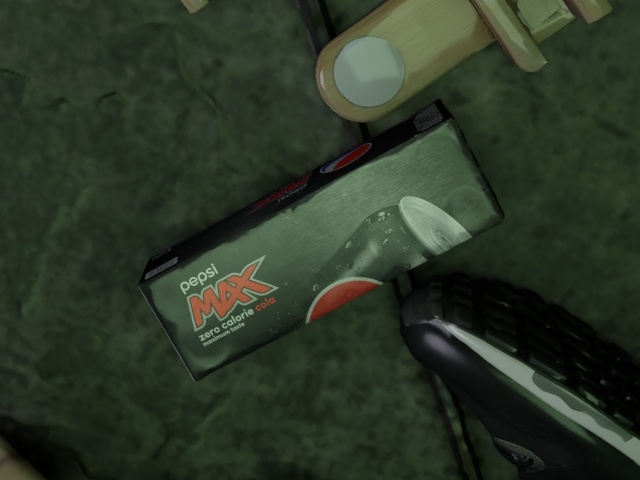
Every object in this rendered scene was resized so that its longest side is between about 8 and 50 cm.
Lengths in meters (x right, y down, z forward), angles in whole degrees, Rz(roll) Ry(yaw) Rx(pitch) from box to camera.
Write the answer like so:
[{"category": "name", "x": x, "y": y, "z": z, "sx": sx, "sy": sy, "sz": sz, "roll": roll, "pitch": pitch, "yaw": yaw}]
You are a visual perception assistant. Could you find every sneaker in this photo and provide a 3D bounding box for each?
[{"category": "sneaker", "x": 0.141, "y": 0.132, "z": 0.691, "sx": 0.283, "sy": 0.107, "sz": 0.124, "roll": 33, "pitch": 107, "yaw": -8}]

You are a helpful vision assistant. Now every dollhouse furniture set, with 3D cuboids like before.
[{"category": "dollhouse furniture set", "x": -0.012, "y": -0.148, "z": 0.490, "sx": 0.173, "sy": 0.355, "sz": 0.303, "roll": -35, "pitch": 102, "yaw": 8}]

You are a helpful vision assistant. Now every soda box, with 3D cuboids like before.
[{"category": "soda box", "x": 0.000, "y": 0.000, "z": 0.680, "sx": 0.168, "sy": 0.053, "sz": 0.060, "roll": -28, "pitch": 102, "yaw": 7}]

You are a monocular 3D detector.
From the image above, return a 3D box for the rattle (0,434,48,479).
[{"category": "rattle", "x": -0.114, "y": 0.105, "z": 0.700, "sx": 0.143, "sy": 0.130, "sz": 0.200, "roll": -43, "pitch": 74, "yaw": -2}]
